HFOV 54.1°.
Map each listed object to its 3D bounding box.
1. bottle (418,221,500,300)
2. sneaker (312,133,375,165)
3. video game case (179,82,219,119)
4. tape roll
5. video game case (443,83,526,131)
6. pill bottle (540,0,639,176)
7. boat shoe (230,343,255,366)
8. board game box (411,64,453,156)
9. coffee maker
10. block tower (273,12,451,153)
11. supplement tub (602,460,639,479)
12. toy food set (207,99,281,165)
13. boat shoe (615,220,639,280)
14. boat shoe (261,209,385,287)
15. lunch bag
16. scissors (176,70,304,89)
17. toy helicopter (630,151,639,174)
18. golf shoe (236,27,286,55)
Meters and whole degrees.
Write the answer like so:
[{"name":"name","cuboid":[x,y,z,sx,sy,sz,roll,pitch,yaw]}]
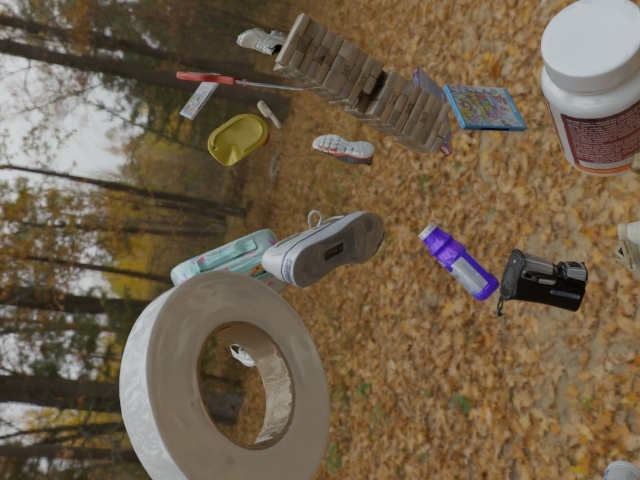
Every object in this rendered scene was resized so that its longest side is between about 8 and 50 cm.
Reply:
[{"name":"bottle","cuboid":[0.426,0.063,1.945,0.092,0.283,0.118,-45,-4,-1]},{"name":"sneaker","cuboid":[0.055,-0.208,1.516,0.065,0.157,0.061,80,-149,-52]},{"name":"video game case","cuboid":[-0.316,-0.372,1.636,0.122,0.011,0.087,-54,36,-3]},{"name":"tape roll","cuboid":[-0.136,0.239,1.008,0.072,0.392,0.392,-27,47,34]},{"name":"video game case","cuboid":[0.356,-0.286,1.354,0.015,0.166,0.119,122,138,-51]},{"name":"pill bottle","cuboid":[0.604,-0.319,1.344,0.392,0.224,0.224,39,-130,-54]},{"name":"boat shoe","cuboid":[-0.189,0.280,1.546,0.100,0.035,0.035,17,139,47]},{"name":"board game box","cuboid":[0.326,-0.383,1.832,0.027,0.145,0.281,-32,38,34]},{"name":"coffee maker","cuboid":[0.551,0.116,1.564,0.120,0.178,0.171,-81,5,-49]},{"name":"block tower","cuboid":[0.077,-0.270,1.115,0.091,0.335,0.097,-64,23,-1]},{"name":"supplement tub","cuboid":[0.546,0.463,1.138,0.107,0.071,0.071,-40,-26,-48]},{"name":"toy food set","cuboid":[-0.211,-0.283,1.763,0.128,0.218,0.071,46,163,21]},{"name":"boat shoe","cuboid":[0.957,0.033,1.915,0.302,0.098,0.109,50,-131,-51]},{"name":"boat shoe","cuboid":[-0.001,0.009,1.484,0.156,0.367,0.136,15,118,37]},{"name":"lunch bag","cuboid":[-0.211,0.093,1.499,0.108,0.279,0.224,60,168,24]},{"name":"scissors","cuboid":[-0.181,-0.339,1.345,0.109,0.297,0.021,-15,-63,-53]},{"name":"toy helicopter","cuboid":[0.767,-0.124,1.170,0.235,0.355,0.140,-169,86,-87]},{"name":"golf shoe","cuboid":[-0.190,-0.661,2.104,0.069,0.176,0.086,114,142,-54]}]
